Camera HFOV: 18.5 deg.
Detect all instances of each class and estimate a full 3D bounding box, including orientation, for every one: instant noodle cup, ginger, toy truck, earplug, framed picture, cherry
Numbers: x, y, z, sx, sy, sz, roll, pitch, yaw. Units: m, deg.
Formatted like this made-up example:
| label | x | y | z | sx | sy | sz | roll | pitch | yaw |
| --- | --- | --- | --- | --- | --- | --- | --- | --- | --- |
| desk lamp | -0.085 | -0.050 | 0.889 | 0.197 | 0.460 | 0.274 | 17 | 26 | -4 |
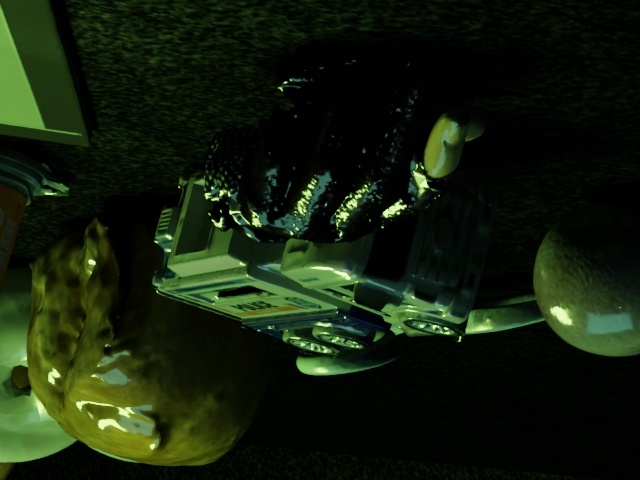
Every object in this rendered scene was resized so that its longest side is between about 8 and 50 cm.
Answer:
| label | x | y | z | sx | sy | sz | roll | pitch | yaw |
| --- | --- | --- | --- | --- | --- | --- | --- | --- | --- |
| instant noodle cup | -0.311 | -0.007 | 1.546 | 0.208 | 0.125 | 0.177 | 9 | 169 | -1 |
| ginger | -0.139 | 0.094 | 1.722 | 0.223 | 0.200 | 0.269 | 13 | 166 | -27 |
| toy truck | 0.000 | 0.000 | 1.383 | 0.155 | 0.124 | 0.268 | 19 | 166 | -24 |
| earplug | -0.241 | 0.136 | 1.975 | 0.325 | 0.214 | 0.175 | 1 | -156 | 6 |
| framed picture | -0.284 | -0.125 | 1.244 | 0.265 | 0.016 | 0.347 | 8 | 169 | 0 |
| cherry | 0.239 | 0.026 | 1.419 | 0.148 | 0.115 | 0.188 | -44 | 150 | 24 |

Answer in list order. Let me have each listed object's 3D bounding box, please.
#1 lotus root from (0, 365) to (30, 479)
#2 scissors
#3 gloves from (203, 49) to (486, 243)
| label | x | y | z | sx | sy | sz | roll | pitch | yaw |
| --- | --- | --- | --- | --- | --- | --- | --- | --- | --- |
| lotus root | -0.466 | 0.166 | 2.149 | 0.316 | 0.250 | 0.316 | 9 | -163 | -3 |
| scissors | 0.034 | 0.080 | 1.814 | 0.256 | 0.029 | 0.383 | -14 | -174 | -26 |
| gloves | 0.023 | -0.048 | 1.180 | 0.129 | 0.106 | 0.181 | 19 | 168 | -34 |
